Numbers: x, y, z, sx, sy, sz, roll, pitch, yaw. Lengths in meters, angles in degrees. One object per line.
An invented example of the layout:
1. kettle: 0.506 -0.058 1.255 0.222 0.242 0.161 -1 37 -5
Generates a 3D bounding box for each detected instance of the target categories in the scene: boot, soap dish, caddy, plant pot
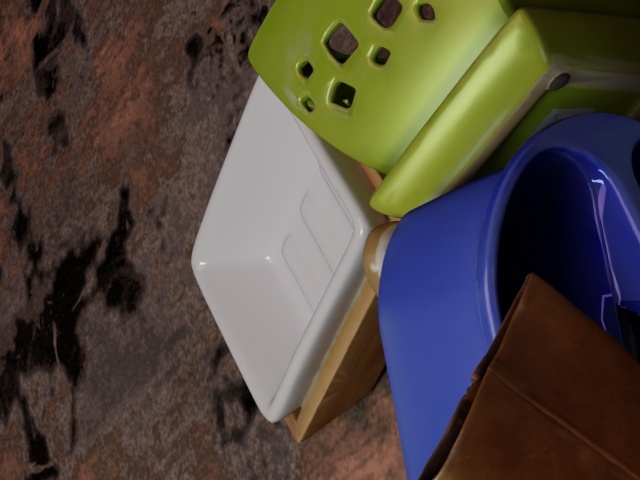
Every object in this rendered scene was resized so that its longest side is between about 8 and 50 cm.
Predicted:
1. boot: 0.227 0.113 0.791 0.264 0.280 0.096 -54 -3 -16
2. soap dish: 0.000 0.000 1.193 0.229 0.118 0.291 61 144 33
3. caddy: 0.186 0.090 0.899 0.179 0.241 0.341 -15 85 56
4. plant pot: 0.119 -0.142 1.023 0.228 0.227 0.207 -52 57 35

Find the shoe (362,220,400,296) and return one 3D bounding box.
1. shoe: 0.120 0.037 1.016 0.058 0.219 0.076 -14 60 43
